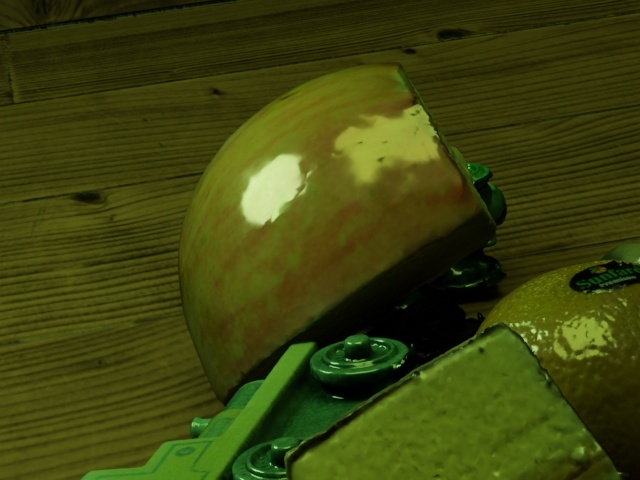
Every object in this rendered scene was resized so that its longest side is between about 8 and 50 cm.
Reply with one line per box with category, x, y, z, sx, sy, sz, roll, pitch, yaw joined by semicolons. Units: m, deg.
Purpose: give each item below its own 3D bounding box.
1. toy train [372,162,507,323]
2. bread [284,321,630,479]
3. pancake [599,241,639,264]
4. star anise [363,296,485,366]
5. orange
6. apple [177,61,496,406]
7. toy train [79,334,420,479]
toy train;0.069;-0.004;1.892;0.266;0.145;0.202;-23;23;-39
bread;0.104;0.199;1.203;0.178;0.240;0.135;-23;-18;-37
pancake;0.373;0.045;1.607;0.294;0.049;0.294;6;-9;1
star anise;0.127;0.096;1.665;0.272;0.103;0.272;-3;19;1
orange;0.222;0.122;1.409;0.236;0.236;0.236;-6;20;2
apple;0.000;0.000;1.676;0.309;0.252;0.314;-30;37;5
toy train;-0.049;0.189;1.423;0.237;0.150;0.369;-6;18;19
